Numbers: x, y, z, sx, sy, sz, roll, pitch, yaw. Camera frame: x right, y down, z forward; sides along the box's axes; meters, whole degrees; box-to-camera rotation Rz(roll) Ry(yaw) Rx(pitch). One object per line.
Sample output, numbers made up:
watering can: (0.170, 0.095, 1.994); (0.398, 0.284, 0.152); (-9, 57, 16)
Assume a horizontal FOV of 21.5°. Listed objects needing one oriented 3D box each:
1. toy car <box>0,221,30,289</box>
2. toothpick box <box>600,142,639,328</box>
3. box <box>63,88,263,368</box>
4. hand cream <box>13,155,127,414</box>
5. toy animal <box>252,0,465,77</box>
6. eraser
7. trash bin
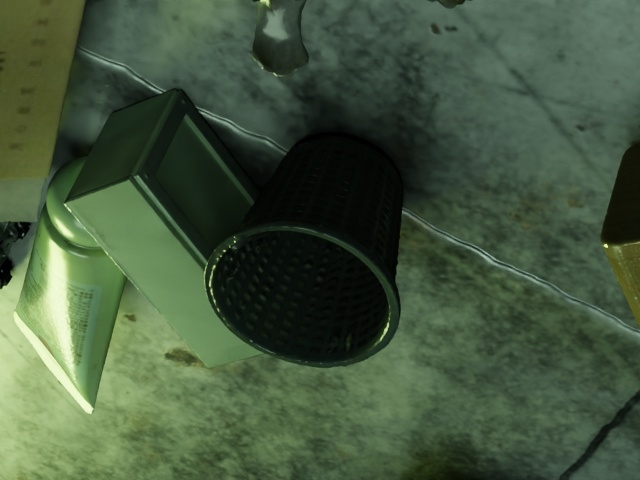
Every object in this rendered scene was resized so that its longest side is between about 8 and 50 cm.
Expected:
toy car: (-0.364, 0.017, 1.696); (0.100, 0.097, 0.191); (27, 136, -1)
toothpick box: (0.367, 0.066, 1.423); (0.187, 0.190, 0.308); (-11, 125, 31)
box: (-0.117, -0.008, 1.556); (0.086, 0.129, 0.225); (-17, 125, 32)
hand cream: (-0.246, 0.042, 1.677); (0.147, 0.093, 0.306); (47, 141, 20)
toy animal: (-0.014, -0.236, 1.299); (0.272, 0.160, 0.197); (6, 133, 5)
eraser: (-0.295, -0.148, 1.475); (0.144, 0.078, 0.343); (-3, 140, -21)
trash bin: (0.000, 0.000, 1.499); (0.175, 0.161, 0.175); (9, 133, 9)
